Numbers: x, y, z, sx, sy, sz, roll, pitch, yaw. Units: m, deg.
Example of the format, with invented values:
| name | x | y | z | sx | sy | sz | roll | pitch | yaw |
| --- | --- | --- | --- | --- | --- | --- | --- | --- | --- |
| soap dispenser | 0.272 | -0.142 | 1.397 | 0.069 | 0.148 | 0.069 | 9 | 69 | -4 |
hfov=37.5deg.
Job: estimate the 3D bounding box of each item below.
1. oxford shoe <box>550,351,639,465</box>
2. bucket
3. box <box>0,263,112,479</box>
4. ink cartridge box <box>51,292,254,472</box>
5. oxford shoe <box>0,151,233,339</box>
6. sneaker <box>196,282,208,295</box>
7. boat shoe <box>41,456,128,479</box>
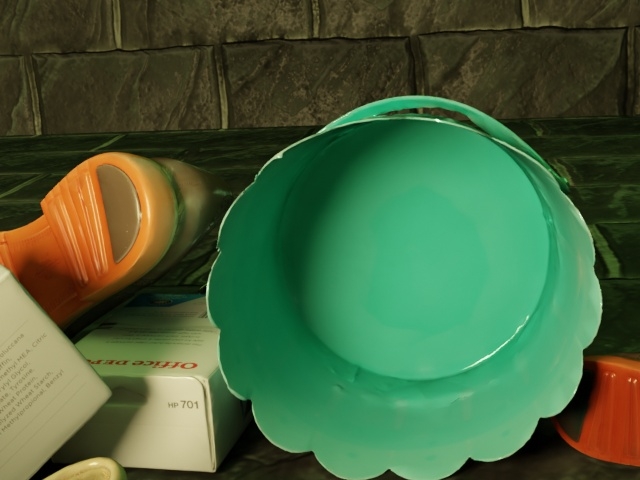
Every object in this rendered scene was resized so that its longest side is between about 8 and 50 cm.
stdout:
| name | x | y | z | sx | sy | sz | roll | pitch | yaw |
| --- | --- | --- | --- | --- | --- | --- | --- | --- | --- |
| oxford shoe | 0.295 | 0.121 | 0.639 | 0.098 | 0.097 | 0.271 | -9 | 15 | -43 |
| bucket | 0.064 | 0.026 | 0.727 | 0.281 | 0.281 | 0.183 | -1 | 12 | 8 |
| box | -0.272 | 0.103 | 0.633 | 0.182 | 0.119 | 0.181 | -46 | 35 | -21 |
| ink cartridge box | -0.122 | 0.109 | 0.779 | 0.139 | 0.082 | 0.191 | 0 | 17 | 14 |
| oxford shoe | -0.226 | 0.035 | 0.854 | 0.363 | 0.130 | 0.132 | -25 | -10 | 34 |
| sneaker | -0.049 | 0.066 | 1.001 | 0.161 | 0.057 | 0.075 | -3 | -1 | 4 |
| boat shoe | -0.200 | 0.198 | 0.436 | 0.109 | 0.098 | 0.302 | 8 | 19 | 35 |
